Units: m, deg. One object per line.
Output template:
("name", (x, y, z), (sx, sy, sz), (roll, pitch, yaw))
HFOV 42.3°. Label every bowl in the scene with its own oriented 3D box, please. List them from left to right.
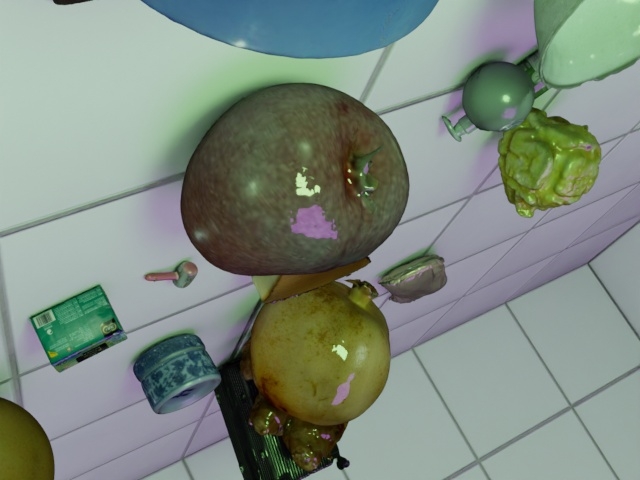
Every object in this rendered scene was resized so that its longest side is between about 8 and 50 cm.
("bowl", (0.351, -0.329, 0.959), (0.313, 0.146, 0.313), (-27, 161, -10))

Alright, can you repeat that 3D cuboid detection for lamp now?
("lamp", (0.261, -0.210, 1.214), (0.105, 0.105, 0.105), (-27, 162, -9))

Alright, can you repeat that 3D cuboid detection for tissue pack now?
("tissue pack", (-0.351, 0.132, 1.216), (0.111, 0.085, 0.079), (-27, 164, -13))

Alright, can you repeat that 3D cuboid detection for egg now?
("egg", (-0.545, 0.368, 1.286), (0.250, 0.250, 0.322), (-21, 171, -26))

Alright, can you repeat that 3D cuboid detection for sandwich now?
("sandwich", (0.000, 0.000, 1.366), (0.220, 0.108, 0.186), (-18, 160, -27))

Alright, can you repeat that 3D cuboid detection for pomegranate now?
("pomegranate", (0.009, 0.212, 1.682), (0.319, 0.319, 0.319), (-27, 162, -9))

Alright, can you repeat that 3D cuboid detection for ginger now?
("ginger", (-0.048, 0.340, 1.873), (0.152, 0.357, 0.274), (-25, 159, 32))

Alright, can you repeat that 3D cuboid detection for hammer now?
("hammer", (-0.234, 0.055, 1.288), (0.083, 0.031, 0.052), (-2, 146, -37))

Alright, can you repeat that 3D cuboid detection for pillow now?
("pillow", (0.240, 0.103, 2.099), (0.173, 0.067, 0.270), (-26, 162, 3))

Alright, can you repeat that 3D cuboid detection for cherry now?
("cherry", (-0.037, -0.062, 0.973), (0.307, 0.221, 0.261), (-27, 160, 39))

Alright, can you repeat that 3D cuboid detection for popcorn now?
("popcorn", (0.408, -0.147, 1.476), (0.185, 0.187, 0.167), (-3, 143, 3))

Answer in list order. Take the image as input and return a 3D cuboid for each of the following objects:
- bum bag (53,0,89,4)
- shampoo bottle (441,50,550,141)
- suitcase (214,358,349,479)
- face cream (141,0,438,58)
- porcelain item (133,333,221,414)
("bum bag", (-0.134, -0.232, 0.655), (0.159, 0.026, 0.109), (-20, 161, -29))
("shampoo bottle", (0.288, -0.225, 1.290), (0.204, 0.065, 0.065), (-35, 162, 16))
("suitcase", (-0.102, 0.432, 2.009), (0.230, 0.335, 0.152), (-13, 171, -44))
("face cream", (-0.003, -0.259, 0.427), (0.249, 0.249, 0.225), (-20, 156, -30))
("porcelain item", (-0.281, 0.257, 1.618), (0.147, 0.114, 0.147), (-28, 161, -11))
